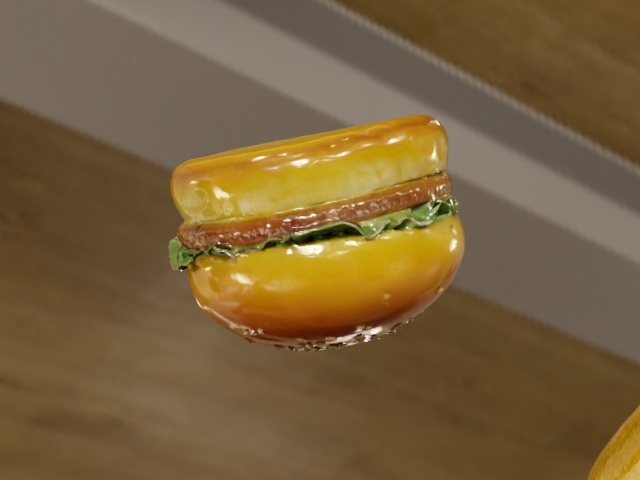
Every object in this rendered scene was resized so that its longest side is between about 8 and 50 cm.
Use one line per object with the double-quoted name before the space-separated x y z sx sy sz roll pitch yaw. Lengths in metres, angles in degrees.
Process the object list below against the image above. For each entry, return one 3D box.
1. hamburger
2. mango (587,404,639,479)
"hamburger" 0.002 0.000 1.542 0.246 0.170 0.246 -12 1 0
"mango" 0.241 0.129 1.171 0.157 0.109 0.262 -17 -33 -22
